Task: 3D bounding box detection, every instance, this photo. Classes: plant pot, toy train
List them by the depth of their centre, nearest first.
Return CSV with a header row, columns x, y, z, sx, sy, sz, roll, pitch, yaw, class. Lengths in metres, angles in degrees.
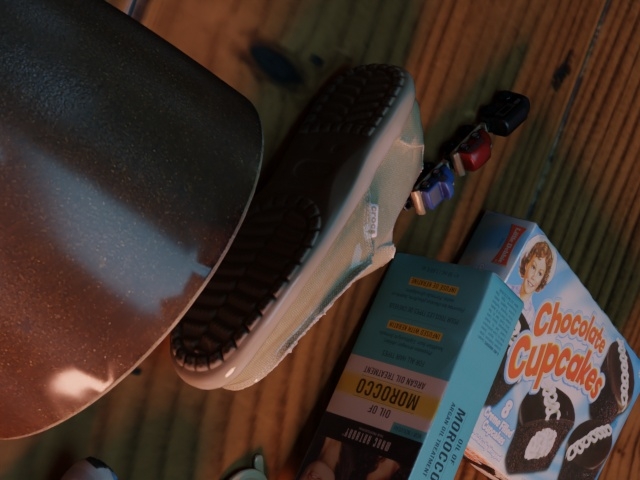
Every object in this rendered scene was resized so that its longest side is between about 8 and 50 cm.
x,y,z,sx,sy,sz,roll,pitch,yaw,class
-0.182,-0.059,0.564,0.230,0.215,0.215,42,72,-30,plant pot
0.121,-0.072,0.994,0.158,0.036,0.027,-43,132,-28,toy train

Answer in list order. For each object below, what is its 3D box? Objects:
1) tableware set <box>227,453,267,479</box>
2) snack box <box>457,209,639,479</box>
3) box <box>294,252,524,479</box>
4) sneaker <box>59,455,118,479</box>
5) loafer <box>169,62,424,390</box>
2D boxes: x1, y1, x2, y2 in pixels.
x,y,z,sx,sy,sz,roll,pitch,yaw,class
-0.079,0.251,0.912,0.168,0.020,0.141,-28,123,-36,tableware set
0.196,0.131,1.136,0.322,0.060,0.187,43,72,-47,snack box
0.062,0.135,0.945,0.060,0.100,0.244,41,68,-46,box
-0.188,0.218,0.744,0.083,0.071,0.191,34,78,-42,sneaker
0.000,0.000,0.840,0.268,0.102,0.092,-55,131,-18,loafer
